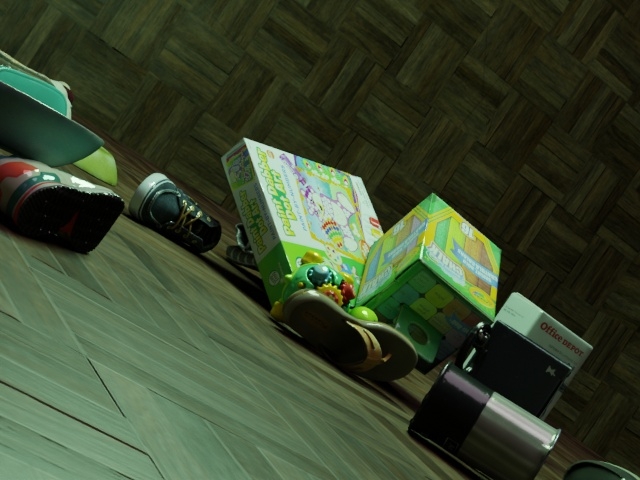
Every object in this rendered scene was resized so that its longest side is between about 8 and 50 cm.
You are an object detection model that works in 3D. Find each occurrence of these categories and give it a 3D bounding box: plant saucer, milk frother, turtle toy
[{"bbox_3d":[-0.394,-0.162,1.801,0.241,0.037,0.241,34,0,0],"label":"plant saucer"},{"bbox_3d":[-0.328,-0.131,0.983,0.317,0.044,0.317,26,-3,2],"label":"plant saucer"},{"bbox_3d":[0.184,0.171,1.264,0.134,0.143,0.129,32,-7,10],"label":"milk frother"},{"bbox_3d":[0.010,0.076,1.438,0.130,0.095,0.066,34,-9,-21],"label":"turtle toy"}]

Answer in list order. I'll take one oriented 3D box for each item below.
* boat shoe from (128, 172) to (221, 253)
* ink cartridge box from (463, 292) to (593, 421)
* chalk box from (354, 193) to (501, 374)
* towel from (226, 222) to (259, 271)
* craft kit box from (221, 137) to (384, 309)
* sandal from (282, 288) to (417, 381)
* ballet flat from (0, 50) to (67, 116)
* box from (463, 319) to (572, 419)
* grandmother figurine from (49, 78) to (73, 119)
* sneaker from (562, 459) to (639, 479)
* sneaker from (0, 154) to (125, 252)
[{"bbox_3d":[-0.181,-0.033,1.573,0.083,0.065,0.183,33,0,13],"label":"boat shoe"},{"bbox_3d":[0.323,0.212,1.987,0.153,0.208,0.087,33,1,-34],"label":"ink cartridge box"},{"bbox_3d":[0.137,0.067,1.559,0.132,0.132,0.213,40,31,-15],"label":"chalk box"},{"bbox_3d":[0.014,0.062,1.841,0.283,0.121,0.235,26,14,-44],"label":"towel"},{"bbox_3d":[0.000,0.000,1.635,0.246,0.061,0.250,12,47,-46],"label":"craft kit box"},{"bbox_3d":[0.034,0.117,1.395,0.180,0.072,0.049,32,17,-24],"label":"sandal"},{"bbox_3d":[-0.400,-0.181,1.319,0.106,0.108,0.316,12,-14,25],"label":"ballet flat"},{"bbox_3d":[0.227,0.189,1.526,0.108,0.153,0.207,34,0,11],"label":"box"},{"bbox_3d":[-0.420,-0.206,1.609,0.207,0.104,0.342,-1,26,-36],"label":"grandmother figurine"},{"bbox_3d":[0.340,0.309,1.444,0.118,0.083,0.222,33,2,-30],"label":"sneaker"},{"bbox_3d":[-0.212,-0.038,0.948,0.075,0.057,0.161,39,4,14],"label":"sneaker"}]
